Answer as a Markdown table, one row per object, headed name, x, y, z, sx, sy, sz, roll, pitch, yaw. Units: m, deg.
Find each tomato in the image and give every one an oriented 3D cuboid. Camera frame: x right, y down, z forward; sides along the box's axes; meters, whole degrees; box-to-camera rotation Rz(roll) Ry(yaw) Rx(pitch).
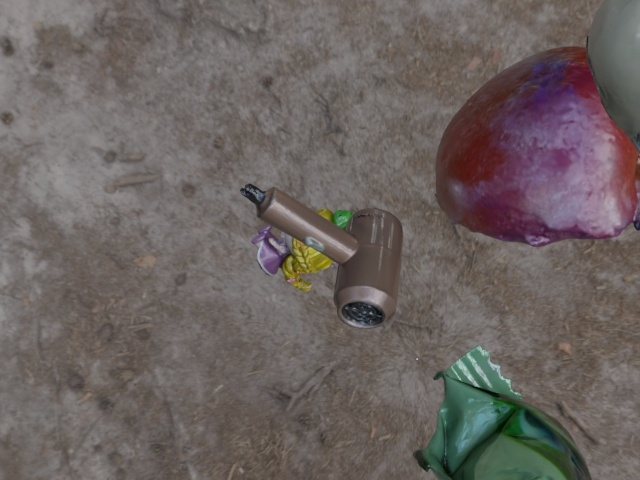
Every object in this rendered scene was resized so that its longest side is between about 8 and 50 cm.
| name | x | y | z | sx | sy | sz | roll | pitch | yaw |
| --- | --- | --- | --- | --- | --- | --- | --- | --- | --- |
| tomato | 0.279 | -0.145 | 0.799 | 0.290 | 0.176 | 0.334 | 0 | 40 | 33 |

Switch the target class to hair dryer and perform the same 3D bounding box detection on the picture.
| name | x | y | z | sx | sy | sz | roll | pitch | yaw |
| --- | --- | --- | --- | --- | --- | --- | --- | --- | --- |
| hair dryer | 0.000 | 0.000 | 0.581 | 0.182 | 0.064 | 0.117 | 30 | 46 | -19 |

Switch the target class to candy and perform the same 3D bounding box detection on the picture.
| name | x | y | z | sx | sy | sz | roll | pitch | yaw |
| --- | --- | --- | --- | --- | --- | --- | --- | --- | --- |
| candy | 0.258 | 0.324 | 0.704 | 0.172 | 0.398 | 0.263 | -40 | 101 | 8 |

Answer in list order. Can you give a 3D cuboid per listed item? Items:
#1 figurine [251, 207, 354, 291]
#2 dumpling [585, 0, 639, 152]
| name | x | y | z | sx | sy | sz | roll | pitch | yaw |
| --- | --- | --- | --- | --- | --- | --- | --- | --- | --- |
| figurine | -0.005 | 0.014 | 0.848 | 0.156 | 0.094 | 0.114 | -22 | 118 | 21 |
| dumpling | 0.253 | -0.143 | 0.379 | 0.142 | 0.172 | 0.247 | 19 | 46 | -10 |
